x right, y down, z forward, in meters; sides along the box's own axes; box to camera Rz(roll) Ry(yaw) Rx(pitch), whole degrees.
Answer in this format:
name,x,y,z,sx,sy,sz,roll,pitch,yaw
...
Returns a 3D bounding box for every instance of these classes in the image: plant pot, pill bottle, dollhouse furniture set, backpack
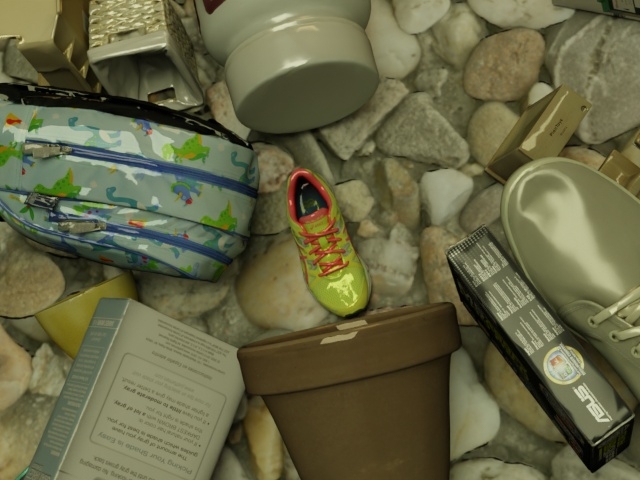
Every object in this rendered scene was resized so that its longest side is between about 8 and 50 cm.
name,x,y,z,sx,sy,sz,roll,pitch,yaw
plant pot,0.051,0.207,1.578,0.263,0.263,0.229,-12,90,7
pill bottle,-0.061,-0.354,1.767,0.224,0.224,0.392,-17,70,6
dollhouse furniture set,0.344,-0.068,1.667,0.242,0.161,0.212,36,82,-3
backpack,-0.252,-0.074,1.707,0.356,0.290,0.273,-4,81,3
plant pot,-0.282,0.108,1.726,0.134,0.134,0.095,-23,94,3

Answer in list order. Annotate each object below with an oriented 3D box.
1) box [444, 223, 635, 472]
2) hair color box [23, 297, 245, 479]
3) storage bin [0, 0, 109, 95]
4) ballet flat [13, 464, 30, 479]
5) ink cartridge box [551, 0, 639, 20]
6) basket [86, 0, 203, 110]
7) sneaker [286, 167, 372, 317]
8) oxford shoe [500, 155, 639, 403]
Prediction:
name,x,y,z,sx,sy,sz,roll,pitch,yaw
box,0.251,0.128,1.556,0.060,0.216,0.270,-36,70,-1
hair color box,-0.238,0.274,1.614,0.185,0.114,0.374,27,75,-25
storage bin,-0.362,-0.318,1.795,0.123,0.262,0.260,-7,71,6
ballet flat,-0.314,0.279,1.695,0.087,0.083,0.247,38,85,5
ink cartridge box,0.417,-0.371,1.747,0.220,0.092,0.160,14,76,15
basket,-0.232,-0.249,1.800,0.113,0.167,0.103,-11,66,8
sneaker,0.000,0.000,1.711,0.082,0.094,0.208,-24,71,1
oxford shoe,0.370,0.090,1.516,0.169,0.130,0.449,-37,91,2
